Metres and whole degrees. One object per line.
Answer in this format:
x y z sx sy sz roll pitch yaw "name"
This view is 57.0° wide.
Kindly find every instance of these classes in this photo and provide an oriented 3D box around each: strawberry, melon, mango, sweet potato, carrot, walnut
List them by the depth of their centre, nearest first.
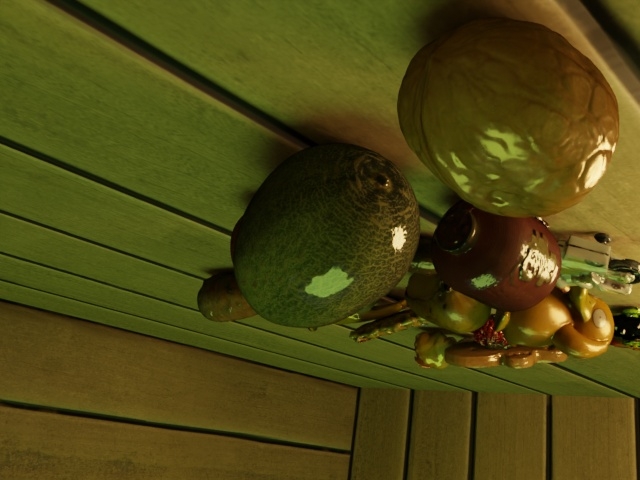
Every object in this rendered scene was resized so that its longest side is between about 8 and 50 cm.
0.185 -0.118 0.585 0.225 0.193 0.193 23 156 -37 "walnut"
0.000 0.000 0.871 0.248 0.249 0.329 19 141 -29 "melon"
0.167 0.030 1.169 0.243 0.077 0.077 2 160 19 "sweet potato"
0.275 0.128 1.311 0.167 0.130 0.262 39 168 -15 "mango"
-0.201 0.150 1.591 0.301 0.139 0.138 -6 156 36 "carrot"
0.512 0.270 1.706 0.145 0.086 0.145 8 163 2 "strawberry"

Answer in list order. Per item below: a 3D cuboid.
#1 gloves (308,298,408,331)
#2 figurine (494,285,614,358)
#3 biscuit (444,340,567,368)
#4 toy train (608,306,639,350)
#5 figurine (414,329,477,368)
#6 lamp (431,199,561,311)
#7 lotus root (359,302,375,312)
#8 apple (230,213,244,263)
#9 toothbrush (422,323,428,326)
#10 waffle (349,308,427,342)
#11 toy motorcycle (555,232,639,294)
0.109 0.186 1.653 0.294 0.116 0.133 -7 -175 15 "gloves"
0.474 0.149 1.216 0.228 0.215 0.215 -12 155 20 "figurine"
0.558 0.336 1.802 0.354 0.052 0.275 -4 -179 14 "biscuit"
0.837 0.225 1.416 0.296 0.101 0.160 4 162 14 "toy train"
0.426 0.360 1.966 0.246 0.131 0.156 -3 159 -9 "figurine"
0.292 0.018 0.965 0.258 0.180 0.180 22 157 -39 "lamp"
0.108 0.135 1.481 0.077 0.090 0.183 34 161 10 "lotus root"
-0.074 0.021 1.100 0.180 0.181 0.168 5 155 9 "apple"
0.264 0.257 1.882 0.167 0.011 0.014 12 166 -9 "toothbrush"
0.219 0.224 1.627 0.291 0.051 0.291 -19 174 -2 "waffle"
0.461 0.045 1.078 0.228 0.074 0.151 18 154 8 "toy motorcycle"
